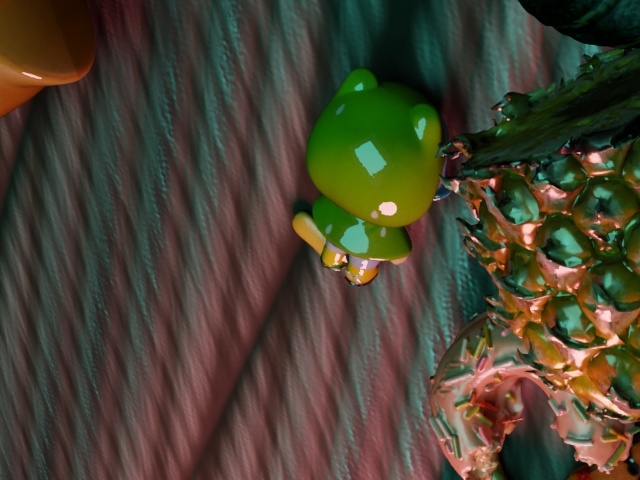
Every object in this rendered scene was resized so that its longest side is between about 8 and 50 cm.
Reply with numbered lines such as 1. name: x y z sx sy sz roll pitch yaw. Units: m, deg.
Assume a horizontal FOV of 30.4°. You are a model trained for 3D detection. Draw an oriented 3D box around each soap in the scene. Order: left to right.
1. soap: 0.000 0.000 1.437 0.089 0.012 0.034 45 126 10

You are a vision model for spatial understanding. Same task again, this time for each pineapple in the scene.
1. pineapple: 0.295 -0.015 1.051 0.352 0.352 0.300 -8 113 36

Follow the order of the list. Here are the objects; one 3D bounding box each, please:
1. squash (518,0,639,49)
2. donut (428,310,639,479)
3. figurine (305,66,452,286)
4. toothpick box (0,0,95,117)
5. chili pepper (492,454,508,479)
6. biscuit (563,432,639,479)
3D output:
1. squash: 0.260 -0.291 1.008 0.165 0.252 0.252 16 122 66
2. donut: 0.218 0.168 1.284 0.233 0.085 0.199 -17 89 34
3. figurine: 0.058 -0.062 1.304 0.162 0.143 0.263 37 135 23
4. toothpick box: -0.491 -0.316 1.391 0.425 0.409 0.409 -5 105 31
5. chili pepper: 0.195 0.239 1.384 0.049 0.043 0.208 -6 104 48
6. biscuit: 0.410 0.323 1.267 0.277 0.052 0.262 -37 86 38
